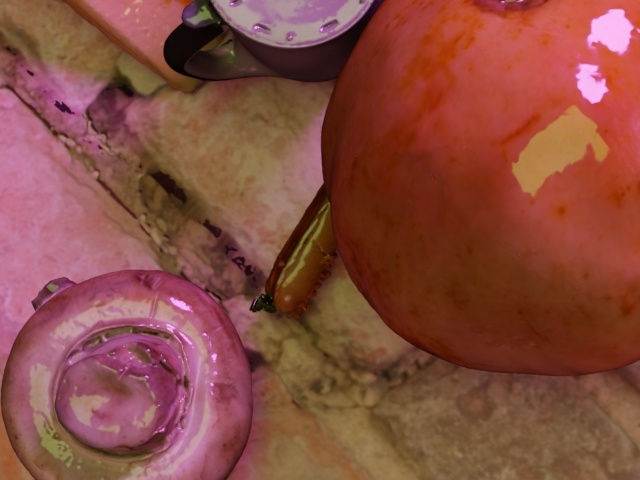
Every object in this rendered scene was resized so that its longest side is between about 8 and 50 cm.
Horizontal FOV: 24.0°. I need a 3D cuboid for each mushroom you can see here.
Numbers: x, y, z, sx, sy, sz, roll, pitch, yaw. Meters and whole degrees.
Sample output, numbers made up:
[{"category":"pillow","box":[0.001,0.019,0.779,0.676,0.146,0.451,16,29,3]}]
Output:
[{"category":"mushroom","box":[-0.186,0.142,1.417,0.255,0.184,0.255,0,92,12]}]

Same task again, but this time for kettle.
[{"category":"kettle","box":[-0.040,-0.227,1.425,0.240,0.255,0.165,-29,87,2]}]

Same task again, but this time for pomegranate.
[{"category":"pomegranate","box":[0.192,-0.064,1.308,0.411,0.411,0.411,-2,78,10]}]

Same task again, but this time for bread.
[{"category":"bread","box":[-0.193,-0.298,1.519,0.264,0.163,0.167,38,86,15]}]

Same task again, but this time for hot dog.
[{"category":"hot dog","box":[0.000,0.000,1.470,0.055,0.072,0.188,31,85,-7]}]
